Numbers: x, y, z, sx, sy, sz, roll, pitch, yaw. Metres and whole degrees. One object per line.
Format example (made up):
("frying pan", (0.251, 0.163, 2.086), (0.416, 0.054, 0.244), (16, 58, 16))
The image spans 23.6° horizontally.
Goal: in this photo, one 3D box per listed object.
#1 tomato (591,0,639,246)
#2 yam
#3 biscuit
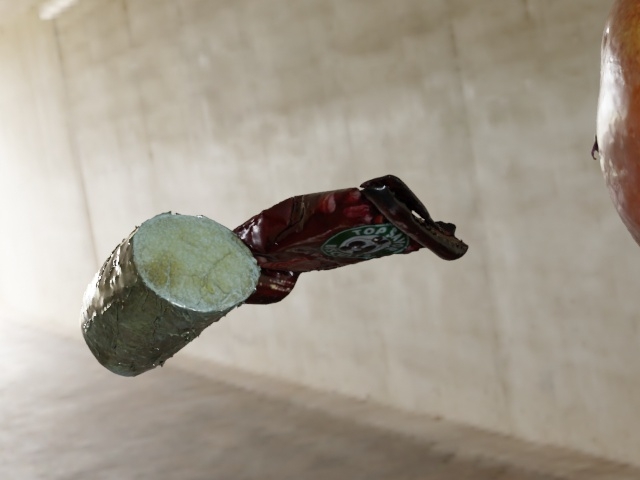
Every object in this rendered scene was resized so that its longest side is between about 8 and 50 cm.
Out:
("tomato", (0.246, -0.080, 0.978), (0.095, 0.237, 0.236), (-1, 8, 39))
("yam", (-0.135, 0.046, 1.259), (0.107, 0.107, 0.183), (-12, -17, -34))
("biscuit", (0.003, 0.002, 1.340), (0.235, 0.063, 0.151), (-16, -18, 30))
